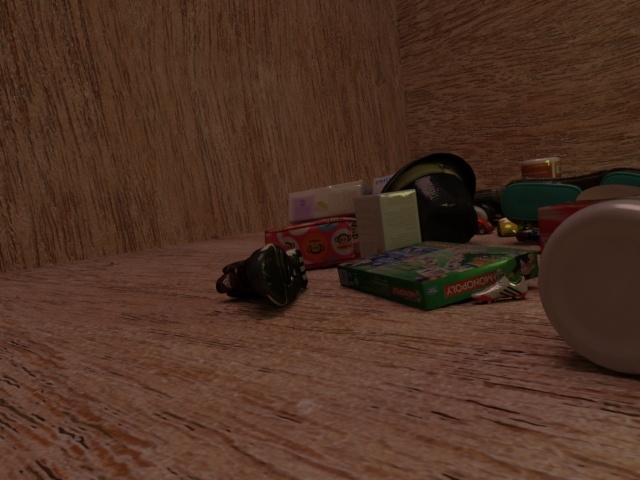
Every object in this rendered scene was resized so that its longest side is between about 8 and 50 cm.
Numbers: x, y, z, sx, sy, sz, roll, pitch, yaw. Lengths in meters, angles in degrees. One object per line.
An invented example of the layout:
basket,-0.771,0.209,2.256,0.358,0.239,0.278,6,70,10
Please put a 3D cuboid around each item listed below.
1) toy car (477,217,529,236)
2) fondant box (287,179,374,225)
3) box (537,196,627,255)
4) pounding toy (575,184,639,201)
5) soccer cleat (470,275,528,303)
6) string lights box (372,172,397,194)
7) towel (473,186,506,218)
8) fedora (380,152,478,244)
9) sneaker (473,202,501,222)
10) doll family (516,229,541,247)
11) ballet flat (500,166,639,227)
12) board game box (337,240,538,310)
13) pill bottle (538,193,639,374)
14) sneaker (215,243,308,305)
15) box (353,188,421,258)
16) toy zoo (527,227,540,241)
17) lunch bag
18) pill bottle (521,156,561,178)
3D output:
toy car,0.590,-0.054,1.706,0.224,0.053,0.239,-8,6,-20
fondant box,0.082,-0.072,1.665,0.238,0.096,0.330,-8,-17,26
box,0.467,0.001,0.797,0.256,0.128,0.122,-1,7,44
pounding toy,0.565,-0.001,1.016,0.182,0.110,0.237,4,36,13
soccer cleat,0.261,0.070,0.800,0.083,0.036,0.029,-6,5,2
string lights box,0.268,-0.097,1.610,0.133,0.077,0.259,-12,-35,29
towel,0.633,-0.121,2.041,0.312,0.056,0.324,-5,-15,36
fedora,0.310,-0.068,1.450,0.333,0.334,0.153,-9,41,-25
sneaker,0.497,-0.082,1.921,0.153,0.101,0.268,-9,12,-39
doll family,0.509,-0.013,1.173,0.111,0.076,0.193,-7,-17,-29
ballet flat,0.652,-0.084,1.261,0.181,0.164,0.482,-1,7,-33
board game box,0.188,0.051,0.967,0.213,0.046,0.317,-13,7,-20
pill bottle,0.351,0.024,0.542,0.264,0.153,0.153,-10,6,-36
sneaker,-0.126,0.074,0.991,0.162,0.107,0.281,-11,-6,9
box,0.147,-0.019,1.189,0.090,0.171,0.130,-10,6,-20
toy zoo,0.673,-0.027,1.415,0.293,0.030,0.192,-5,6,16
lunch bag,0.000,0.000,1.456,0.292,0.120,0.258,-7,4,0
pill bottle,0.720,-0.157,1.775,0.121,0.216,0.121,-6,5,0
